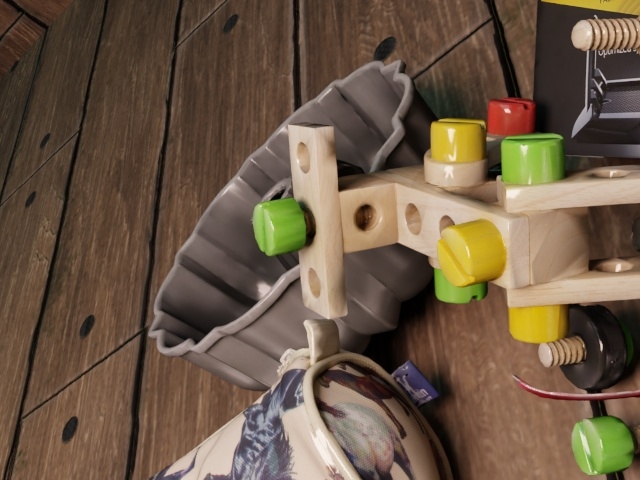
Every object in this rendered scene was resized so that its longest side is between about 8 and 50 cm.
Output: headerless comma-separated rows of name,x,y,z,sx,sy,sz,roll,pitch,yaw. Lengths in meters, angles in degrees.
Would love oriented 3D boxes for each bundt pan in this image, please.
bundt pan,0.000,0.000,0.858,0.331,0.124,0.331,-42,21,20

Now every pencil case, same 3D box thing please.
pencil case,-0.085,0.235,0.763,0.410,0.160,0.183,-37,62,28

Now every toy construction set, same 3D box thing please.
toy construction set,0.093,-0.044,0.567,0.257,0.237,0.309,-116,28,-47

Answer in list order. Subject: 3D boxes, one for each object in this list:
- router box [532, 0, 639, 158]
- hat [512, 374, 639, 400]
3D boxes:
router box,0.248,-0.169,0.595,0.309,0.081,0.243,-160,70,-70
hat,0.254,0.063,0.447,0.208,0.183,0.173,-53,32,6
